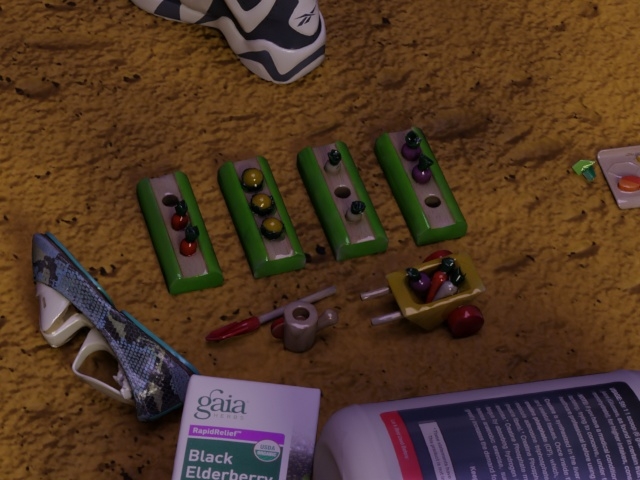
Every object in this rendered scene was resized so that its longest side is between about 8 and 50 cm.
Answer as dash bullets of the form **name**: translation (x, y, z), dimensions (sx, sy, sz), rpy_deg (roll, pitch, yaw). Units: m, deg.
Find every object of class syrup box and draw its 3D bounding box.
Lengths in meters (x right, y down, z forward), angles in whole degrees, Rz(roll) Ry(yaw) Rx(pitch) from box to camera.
- **syrup box**: translation (-0.058, 0.211, 1.245), dimensions (0.093, 0.096, 0.236), rpy_deg (6, 51, 2)

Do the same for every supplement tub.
- **supplement tub**: translation (0.143, 0.185, 1.197), dimensions (0.272, 0.191, 0.191), rpy_deg (-6, 51, -10)

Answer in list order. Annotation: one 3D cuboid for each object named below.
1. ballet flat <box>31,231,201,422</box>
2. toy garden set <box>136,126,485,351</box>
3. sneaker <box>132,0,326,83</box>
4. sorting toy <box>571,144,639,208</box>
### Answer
- **ballet flat**: translation (-0.169, 0.066, 1.382), dimensions (0.070, 0.070, 0.188), rpy_deg (-34, 57, -28)
- **toy garden set**: translation (0.000, 0.000, 1.455), dimensions (0.244, 0.049, 0.203), rpy_deg (-12, 52, -14)
- **sneaker**: translation (-0.091, -0.249, 1.588), dimensions (0.094, 0.153, 0.235), rpy_deg (-34, 60, -29)
- **sorting toy**: translation (0.251, -0.053, 1.544), dimensions (0.083, 0.012, 0.062), rpy_deg (-7, 52, -11)
